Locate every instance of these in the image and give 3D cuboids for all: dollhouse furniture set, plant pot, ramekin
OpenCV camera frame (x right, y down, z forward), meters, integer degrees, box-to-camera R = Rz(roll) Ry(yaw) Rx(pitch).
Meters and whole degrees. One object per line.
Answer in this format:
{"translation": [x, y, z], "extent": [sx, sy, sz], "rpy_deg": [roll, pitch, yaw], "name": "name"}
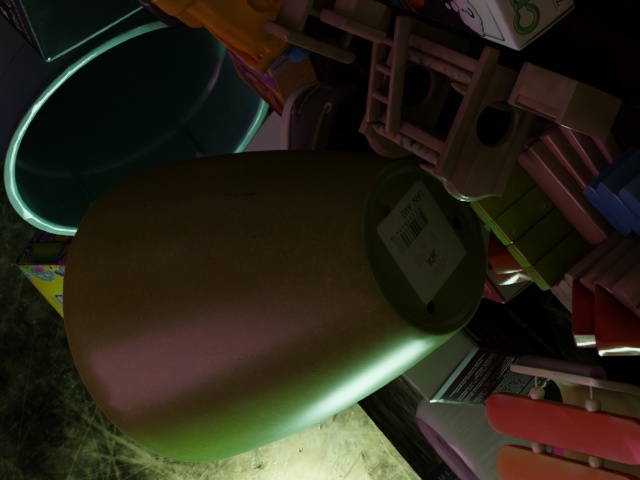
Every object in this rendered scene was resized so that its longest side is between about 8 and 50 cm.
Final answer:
{"translation": [0.064, -0.089, 0.806], "extent": [0.161, 0.101, 0.182], "rpy_deg": [15, -168, -32], "name": "dollhouse furniture set"}
{"translation": [-0.285, -0.240, 1.488], "extent": [0.334, 0.341, 0.341], "rpy_deg": [54, 174, 28], "name": "plant pot"}
{"translation": [-0.019, 0.034, 1.022], "extent": [0.293, 0.275, 0.274], "rpy_deg": [-17, 117, 46], "name": "plant pot"}
{"translation": [0.223, 0.268, 1.688], "extent": [0.207, 0.109, 0.207], "rpy_deg": [48, 171, 10], "name": "ramekin"}

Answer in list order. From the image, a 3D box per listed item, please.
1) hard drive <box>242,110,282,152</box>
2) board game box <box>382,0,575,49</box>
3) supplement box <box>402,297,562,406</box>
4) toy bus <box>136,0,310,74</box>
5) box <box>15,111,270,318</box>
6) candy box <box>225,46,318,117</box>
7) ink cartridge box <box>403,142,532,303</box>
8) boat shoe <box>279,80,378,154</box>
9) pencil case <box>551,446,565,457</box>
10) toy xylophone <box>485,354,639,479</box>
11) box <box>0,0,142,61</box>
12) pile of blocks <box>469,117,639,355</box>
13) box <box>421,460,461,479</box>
{"translation": [0.000, 0.000, 1.390], "extent": [0.307, 0.203, 0.040], "rpy_deg": [44, -170, 33], "name": "hard drive"}
{"translation": [0.019, -0.260, 0.713], "extent": [0.305, 0.053, 0.193], "rpy_deg": [56, 169, -33], "name": "board game box"}
{"translation": [0.139, 0.100, 1.242], "extent": [0.130, 0.073, 0.239], "rpy_deg": [44, -165, 30], "name": "supplement box"}
{"translation": [-0.077, -0.238, 1.059], "extent": [0.211, 0.149, 0.220], "rpy_deg": [36, -174, -42], "name": "toy bus"}
{"translation": [-0.206, -0.019, 1.700], "extent": [0.279, 0.290, 0.177], "rpy_deg": [-1, 137, 36], "name": "box"}
{"translation": [-0.062, -0.210, 1.309], "extent": [0.109, 0.053, 0.186], "rpy_deg": [46, 169, 29], "name": "candy box"}
{"translation": [0.123, -0.020, 1.124], "extent": [0.127, 0.072, 0.175], "rpy_deg": [52, 170, -12], "name": "ink cartridge box"}
{"translation": [0.019, -0.008, 1.242], "extent": [0.091, 0.109, 0.305], "rpy_deg": [9, 104, 63], "name": "boat shoe"}
{"translation": [0.323, 0.255, 1.188], "extent": [0.236, 0.104, 0.104], "rpy_deg": [40, 167, 48], "name": "pencil case"}
{"translation": [0.260, 0.260, 1.123], "extent": [0.236, 0.081, 0.322], "rpy_deg": [-10, 86, 56], "name": "toy xylophone"}
{"translation": [-0.307, -0.402, 1.154], "extent": [0.312, 0.179, 0.343], "rpy_deg": [45, 160, 33], "name": "box"}
{"translation": [0.183, 0.005, 0.814], "extent": [0.149, 0.113, 0.362], "rpy_deg": [54, 170, -22], "name": "pile of blocks"}
{"translation": [0.281, 0.498, 1.754], "extent": [0.395, 0.293, 0.212], "rpy_deg": [36, 164, 54], "name": "box"}
